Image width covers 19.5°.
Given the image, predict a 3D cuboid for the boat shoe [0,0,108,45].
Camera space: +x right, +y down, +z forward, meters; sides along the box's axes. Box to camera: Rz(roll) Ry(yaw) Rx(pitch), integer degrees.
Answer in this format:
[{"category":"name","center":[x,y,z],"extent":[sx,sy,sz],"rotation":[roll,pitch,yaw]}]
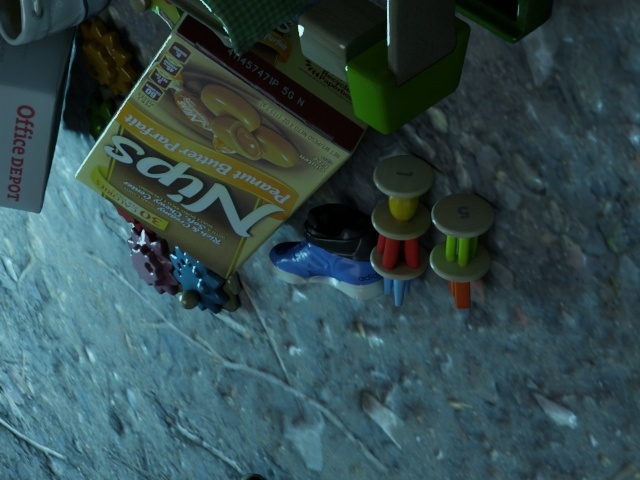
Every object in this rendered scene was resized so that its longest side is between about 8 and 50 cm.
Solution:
[{"category":"boat shoe","center":[-0.339,-0.354,1.780],"extent":[0.136,0.156,0.367],"rotation":[14,130,48]}]

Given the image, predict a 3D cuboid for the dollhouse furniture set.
[{"category":"dollhouse furniture set","center":[0.002,-0.240,1.364],"extent":[0.301,0.197,0.151],"rotation":[35,145,31]}]

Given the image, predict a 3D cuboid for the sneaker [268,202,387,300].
[{"category":"sneaker","center":[0.001,0.000,1.730],"extent":[0.152,0.058,0.084],"rotation":[18,131,50]}]

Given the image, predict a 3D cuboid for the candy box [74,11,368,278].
[{"category":"candy box","center":[-0.089,-0.095,1.684],"extent":[0.183,0.087,0.316],"rotation":[35,149,-7]}]

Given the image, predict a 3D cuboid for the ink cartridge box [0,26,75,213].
[{"category":"ink cartridge box","center":[-0.423,-0.160,1.942],"extent":[0.306,0.131,0.226],"rotation":[11,146,-6]}]

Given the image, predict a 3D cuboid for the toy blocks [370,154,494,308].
[{"category":"toy blocks","center":[0.095,0.014,1.614],"extent":[0.123,0.054,0.148],"rotation":[36,144,32]}]

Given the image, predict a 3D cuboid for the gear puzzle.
[{"category":"gear puzzle","center":[-0.185,-0.072,1.937],"extent":[0.175,0.044,0.339],"rotation":[18,133,46]}]

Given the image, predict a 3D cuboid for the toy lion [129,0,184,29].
[{"category":"toy lion","center":[-0.135,-0.234,1.733],"extent":[0.100,0.034,0.096],"rotation":[49,141,13]}]

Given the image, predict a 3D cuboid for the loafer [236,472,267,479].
[{"category":"loafer","center":[-0.022,0.378,2.089],"extent":[0.267,0.096,0.084],"rotation":[48,143,17]}]
